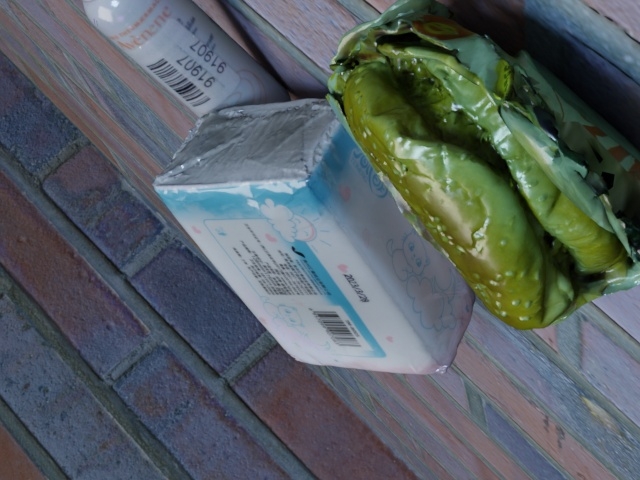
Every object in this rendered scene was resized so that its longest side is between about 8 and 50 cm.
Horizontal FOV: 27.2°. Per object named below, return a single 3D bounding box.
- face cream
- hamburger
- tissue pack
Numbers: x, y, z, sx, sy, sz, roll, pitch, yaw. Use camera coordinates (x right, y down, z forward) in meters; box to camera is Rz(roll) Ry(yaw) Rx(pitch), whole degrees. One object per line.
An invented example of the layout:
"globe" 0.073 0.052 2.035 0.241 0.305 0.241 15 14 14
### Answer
"face cream" -0.140 -0.188 1.225 0.269 0.082 0.082 40 177 -35
"hamburger" 0.100 -0.042 0.753 0.214 0.125 0.235 41 -172 -23
"tissue pack" 0.002 0.000 1.227 0.201 0.124 0.271 2 138 42
